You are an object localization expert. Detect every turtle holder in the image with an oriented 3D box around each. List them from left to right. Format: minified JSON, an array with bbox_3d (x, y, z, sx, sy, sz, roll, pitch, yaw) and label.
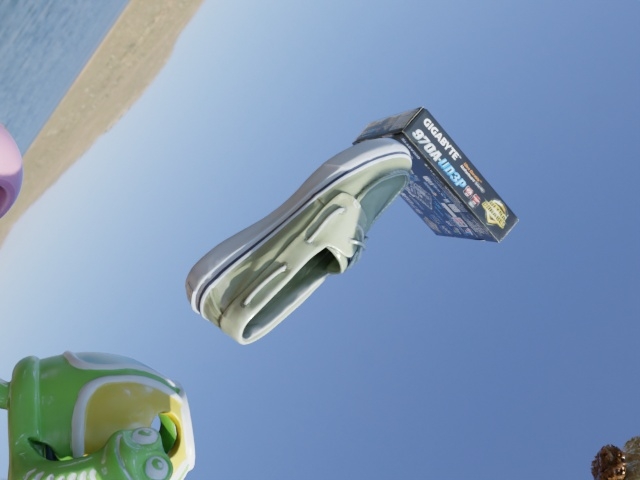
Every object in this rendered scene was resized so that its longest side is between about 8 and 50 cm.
[{"bbox_3d":[-0.273,0.232,0.709,0.320,0.228,0.243,116,-38,-49],"label":"turtle holder"}]

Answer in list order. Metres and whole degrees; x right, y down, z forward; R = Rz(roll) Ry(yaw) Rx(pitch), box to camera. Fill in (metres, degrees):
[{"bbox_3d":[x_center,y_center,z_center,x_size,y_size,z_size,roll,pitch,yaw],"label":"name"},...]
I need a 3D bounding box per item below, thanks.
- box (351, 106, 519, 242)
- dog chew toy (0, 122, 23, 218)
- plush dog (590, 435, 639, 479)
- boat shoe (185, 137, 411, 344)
[{"bbox_3d":[0.165,-0.091,0.883,0.051,0.220,0.175,-48,-164,-10],"label":"box"},{"bbox_3d":[-0.604,-0.156,0.881,0.206,0.332,0.206,-45,168,-12],"label":"dog chew toy"},{"bbox_3d":[0.545,0.359,0.907,0.225,0.262,0.210,-36,-142,29],"label":"plush dog"},{"bbox_3d":[0.000,0.000,0.644,0.302,0.109,0.094,-38,-119,-18],"label":"boat shoe"}]
